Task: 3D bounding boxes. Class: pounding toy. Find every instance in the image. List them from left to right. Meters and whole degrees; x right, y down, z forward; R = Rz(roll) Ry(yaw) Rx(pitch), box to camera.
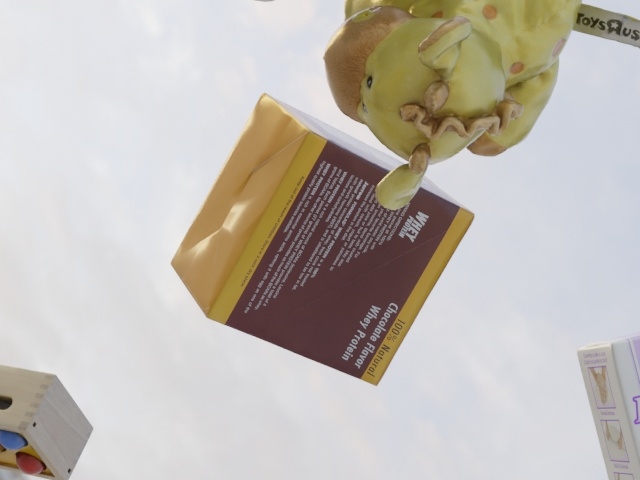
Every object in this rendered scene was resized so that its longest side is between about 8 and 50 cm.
[{"bbox_3d":[-0.339,0.210,1.480,0.141,0.100,0.130,7,-37,24],"label":"pounding toy"}]

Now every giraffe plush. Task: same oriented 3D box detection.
[{"bbox_3d":[0.075,-0.108,0.861,0.210,0.170,0.181,6,-56,37],"label":"giraffe plush"}]

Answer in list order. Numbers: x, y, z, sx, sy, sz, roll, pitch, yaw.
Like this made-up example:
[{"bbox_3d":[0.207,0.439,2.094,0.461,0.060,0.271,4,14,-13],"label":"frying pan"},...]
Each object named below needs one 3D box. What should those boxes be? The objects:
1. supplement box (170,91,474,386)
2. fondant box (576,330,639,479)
[{"bbox_3d":[0.000,0.000,1.283,0.191,0.194,0.129,-61,-151,9],"label":"supplement box"},{"bbox_3d":[0.405,0.231,1.300,0.096,0.238,0.330,138,-61,-78],"label":"fondant box"}]
